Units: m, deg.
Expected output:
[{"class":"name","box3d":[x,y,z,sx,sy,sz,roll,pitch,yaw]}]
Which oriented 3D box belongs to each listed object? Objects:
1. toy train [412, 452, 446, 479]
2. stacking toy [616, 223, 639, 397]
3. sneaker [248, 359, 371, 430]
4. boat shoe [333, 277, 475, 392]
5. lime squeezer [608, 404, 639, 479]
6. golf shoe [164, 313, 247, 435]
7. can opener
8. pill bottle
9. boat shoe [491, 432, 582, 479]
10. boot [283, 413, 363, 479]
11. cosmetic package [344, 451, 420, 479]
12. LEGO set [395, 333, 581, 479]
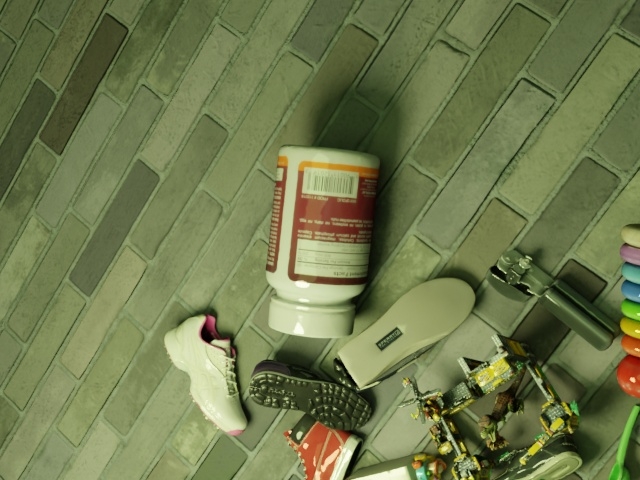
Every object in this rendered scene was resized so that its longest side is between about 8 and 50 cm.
[{"class":"toy train","box3d":[0.245,0.511,1.649,0.046,0.166,0.125,-17,60,22]},{"class":"stacking toy","box3d":[0.626,0.139,1.497,0.141,0.141,0.331,9,101,22]},{"class":"sneaker","box3d":[-0.017,0.332,1.778,0.283,0.124,0.107,20,108,-4]},{"class":"boat shoe","box3d":[0.175,0.205,1.691,0.340,0.158,0.127,-30,73,-8]},{"class":"lime squeezer","box3d":[0.612,0.487,1.537,0.109,0.059,0.311,-16,84,23]},{"class":"golf shoe","box3d":[-0.250,0.315,1.868,0.140,0.115,0.306,-38,78,16]},{"class":"can opener","box3d":[0.472,0.121,1.591,0.280,0.074,0.093,37,139,19]},{"class":"pill bottle","box3d":[0.000,0.000,1.694,0.224,0.224,0.393,8,95,22]},{"class":"boat shoe","box3d":[0.427,0.472,1.616,0.233,0.084,0.079,-40,38,25]},{"class":"boot","box3d":[-0.026,0.526,1.792,0.176,0.088,0.244,22,91,21]},{"class":"cosmetic package","box3d":[0.182,0.637,1.691,0.160,0.113,0.310,-22,84,22]},{"class":"LEGO set","box3d":[0.326,0.338,1.553,0.331,0.192,0.255,-31,61,25]}]
